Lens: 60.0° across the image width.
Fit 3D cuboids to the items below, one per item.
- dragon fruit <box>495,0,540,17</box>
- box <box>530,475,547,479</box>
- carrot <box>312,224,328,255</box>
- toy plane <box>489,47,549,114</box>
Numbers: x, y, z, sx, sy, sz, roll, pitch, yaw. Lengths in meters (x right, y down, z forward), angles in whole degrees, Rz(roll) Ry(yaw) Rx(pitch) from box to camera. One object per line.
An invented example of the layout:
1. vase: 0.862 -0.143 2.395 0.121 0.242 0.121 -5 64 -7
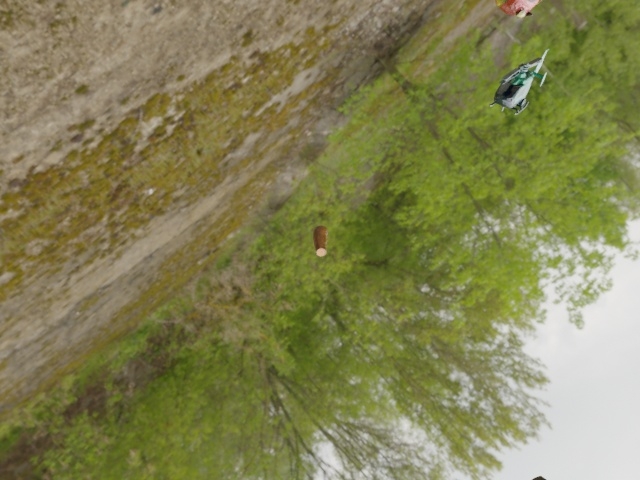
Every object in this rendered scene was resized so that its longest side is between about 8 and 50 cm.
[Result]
1. dragon fruit: 0.362 -0.430 0.993 0.083 0.060 0.056 -33 -135 -8
2. box: 0.366 0.587 0.993 0.273 0.143 0.184 -24 -155 -21
3. carrot: 0.000 0.000 1.128 0.032 0.032 0.093 -42 -157 22
4. toy plane: 0.417 -0.331 1.160 0.235 0.060 0.096 -37 143 -41
